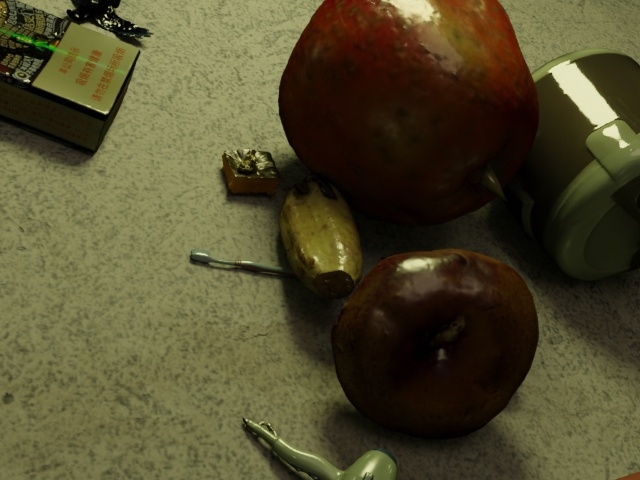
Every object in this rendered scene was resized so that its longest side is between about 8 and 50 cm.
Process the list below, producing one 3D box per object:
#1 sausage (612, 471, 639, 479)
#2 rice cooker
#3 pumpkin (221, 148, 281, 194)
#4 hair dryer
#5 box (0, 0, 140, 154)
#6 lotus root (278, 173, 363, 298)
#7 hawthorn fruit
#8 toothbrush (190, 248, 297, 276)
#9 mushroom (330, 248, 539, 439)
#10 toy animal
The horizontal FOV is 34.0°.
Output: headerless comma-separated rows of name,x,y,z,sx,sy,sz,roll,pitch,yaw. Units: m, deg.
sausage,0.402,0.342,1.372,0.154,0.062,0.062,-7,49,-34
rice cooker,0.466,-0.111,1.732,0.335,0.335,0.325,-3,47,-33
pumpkin,-0.107,-0.108,1.597,0.083,0.054,0.074,-1,41,-24
hair dryer,-0.018,0.291,1.206,0.199,0.067,0.167,17,44,4
box,-0.443,-0.263,1.554,0.310,0.084,0.198,21,39,-8
lotus root,0.000,0.000,1.488,0.110,0.097,0.258,-15,35,1
hawthorn fruit,0.156,-0.195,1.587,0.403,0.402,0.402,16,40,-14
toothbrush,-0.089,0.036,1.475,0.193,0.013,0.019,11,32,-18
mushroom,0.154,0.132,1.379,0.267,0.267,0.254,35,5,10
toy animal,-0.380,-0.402,1.779,0.220,0.062,0.108,36,21,13
